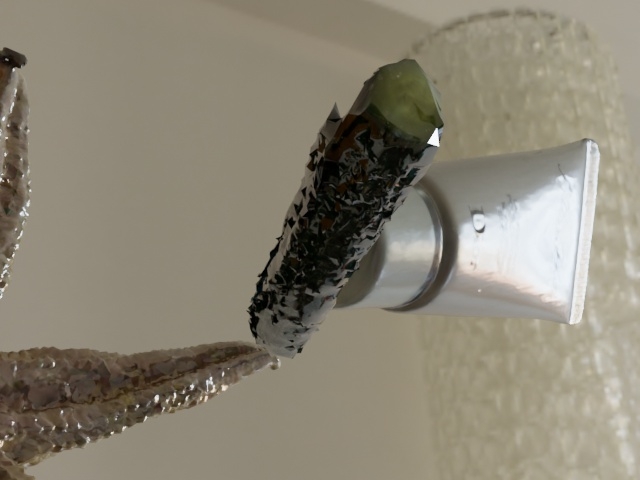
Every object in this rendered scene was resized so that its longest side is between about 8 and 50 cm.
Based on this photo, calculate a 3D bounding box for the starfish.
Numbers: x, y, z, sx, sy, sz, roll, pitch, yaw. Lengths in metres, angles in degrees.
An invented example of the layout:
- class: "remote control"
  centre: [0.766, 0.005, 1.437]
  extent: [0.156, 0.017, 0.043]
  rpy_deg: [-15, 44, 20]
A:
- class: "starfish"
  centre: [-0.199, 0.060, 0.708]
  extent: [0.398, 0.384, 0.132]
  rpy_deg: [36, -49, 2]

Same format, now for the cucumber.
- class: "cucumber"
  centre: [0.000, 0.001, 0.587]
  extent: [0.044, 0.043, 0.256]
  rpy_deg: [2, -26, -14]

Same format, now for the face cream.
- class: "face cream"
  centre: [0.102, -0.003, 0.852]
  extent: [0.089, 0.143, 0.314]
  rpy_deg: [7, 6, 39]
